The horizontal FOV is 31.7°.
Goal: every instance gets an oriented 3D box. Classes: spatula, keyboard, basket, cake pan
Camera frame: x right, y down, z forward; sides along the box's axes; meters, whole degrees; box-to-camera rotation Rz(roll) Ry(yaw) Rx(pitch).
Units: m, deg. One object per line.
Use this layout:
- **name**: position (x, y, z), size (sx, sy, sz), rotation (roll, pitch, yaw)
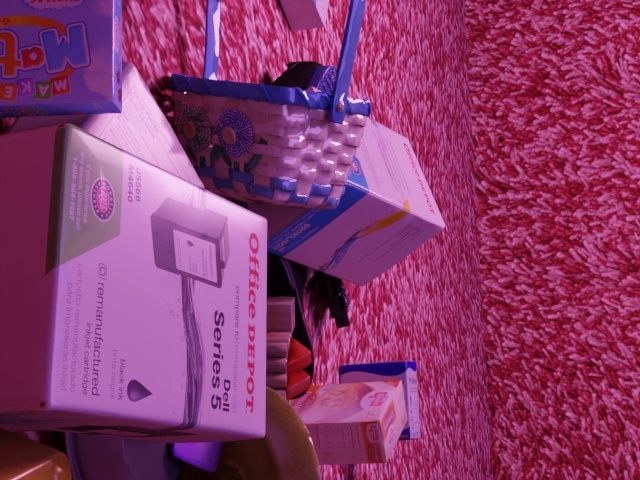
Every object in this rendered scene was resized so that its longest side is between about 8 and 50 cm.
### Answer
- **spatula**: position (-0.150, 0.168, 1.129), size (0.296, 0.030, 0.084), rotation (60, 38, -66)
- **keyboard**: position (0.000, 0.000, 1.815), size (0.201, 0.033, 0.317), rotation (-117, -168, -66)
- **basket**: position (-0.058, -0.189, 1.394), size (0.201, 0.254, 0.289), rotation (8, 90, -46)
- **cake pan**: position (-0.177, 0.138, 1.183), size (0.293, 0.054, 0.293), rotation (7, 90, -76)

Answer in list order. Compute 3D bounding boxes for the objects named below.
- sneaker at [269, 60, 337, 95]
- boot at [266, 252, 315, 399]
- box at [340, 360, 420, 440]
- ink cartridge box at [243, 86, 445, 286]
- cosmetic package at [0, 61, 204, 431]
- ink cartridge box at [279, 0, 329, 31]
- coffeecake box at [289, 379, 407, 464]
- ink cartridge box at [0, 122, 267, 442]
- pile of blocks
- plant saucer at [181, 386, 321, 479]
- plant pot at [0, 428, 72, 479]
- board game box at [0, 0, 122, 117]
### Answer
- **sneaker**: position (-0.059, -0.182, 1.709), size (0.232, 0.090, 0.081), rotation (-57, 144, -29)
- **boot**: position (-0.040, 0.076, 1.664), size (0.229, 0.091, 0.263), rotation (-60, 145, -68)
- **box**: position (0.104, 0.282, 1.972), size (0.072, 0.126, 0.137), rotation (20, 65, -68)
- **ink cartridge box**: position (0.025, -0.068, 1.579), size (0.232, 0.168, 0.171), rotation (22, 40, -46)
- **cosmetic package**: position (-0.231, 0.000, 0.989), size (0.160, 0.113, 0.309), rotation (63, 33, -33)
- **ink cartridge box**: position (-0.024, -0.454, 1.899), size (0.104, 0.061, 0.181), rotation (64, 27, -47)
- **coffeecake box**: position (0.018, 0.263, 1.621), size (0.142, 0.185, 0.068), rotation (-45, 128, -67)
- **ink cartridge box**: position (-0.155, 0.048, 0.877), size (0.273, 0.114, 0.198), rotation (24, 62, -58)
- **pile of blocks**: position (-0.071, 0.193, 1.438), size (0.149, 0.112, 0.362), rotation (79, 12, -67)
- **plant saucer**: position (-0.090, 0.283, 1.272), size (0.037, 0.241, 0.241), rotation (4, 80, -41)
- **plant pot**: position (-0.273, 0.231, 0.746), size (0.212, 0.187, 0.212), rotation (-17, 102, -71)
- **board game box**: position (-0.253, -0.212, 0.976), size (0.039, 0.160, 0.212), rotation (75, 12, -80)
